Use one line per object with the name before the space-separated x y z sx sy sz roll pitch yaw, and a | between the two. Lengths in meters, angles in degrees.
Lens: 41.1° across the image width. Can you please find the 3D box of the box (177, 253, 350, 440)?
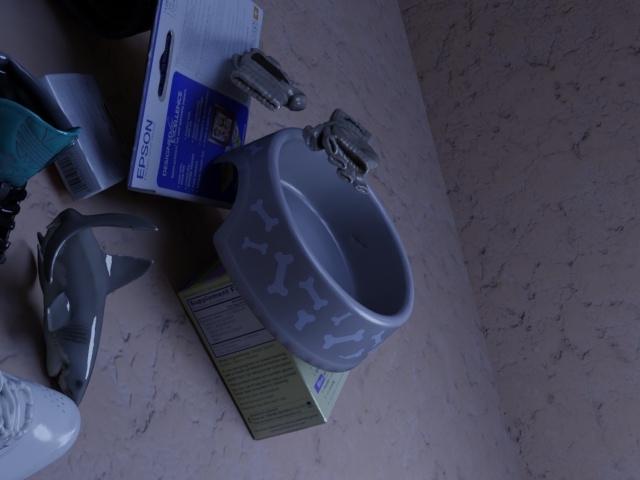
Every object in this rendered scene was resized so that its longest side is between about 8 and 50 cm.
box | -0.063 0.118 1.222 0.242 0.117 0.213 65 24 -14

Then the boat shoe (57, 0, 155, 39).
boat shoe | -0.329 -0.463 1.015 0.156 0.187 0.500 -84 152 -57

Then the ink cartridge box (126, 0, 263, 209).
ink cartridge box | -0.174 -0.204 1.114 0.307 0.072 0.303 11 88 -71

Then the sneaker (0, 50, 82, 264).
sneaker | -0.293 -0.048 0.756 0.124 0.179 0.295 12 62 -64

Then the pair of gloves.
pair of gloves | -0.023 -0.168 1.148 0.240 0.042 0.204 36 19 -16

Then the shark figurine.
shark figurine | -0.215 0.024 0.825 0.116 0.278 0.166 -5 55 -22

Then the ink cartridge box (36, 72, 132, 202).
ink cartridge box | -0.288 -0.131 1.041 0.179 0.045 0.145 -87 153 -79

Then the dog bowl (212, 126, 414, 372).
dog bowl | 0.000 0.000 1.160 0.349 0.102 0.348 41 30 -30

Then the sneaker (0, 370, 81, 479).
sneaker | -0.289 0.145 0.676 0.297 0.129 0.111 23 49 -62
